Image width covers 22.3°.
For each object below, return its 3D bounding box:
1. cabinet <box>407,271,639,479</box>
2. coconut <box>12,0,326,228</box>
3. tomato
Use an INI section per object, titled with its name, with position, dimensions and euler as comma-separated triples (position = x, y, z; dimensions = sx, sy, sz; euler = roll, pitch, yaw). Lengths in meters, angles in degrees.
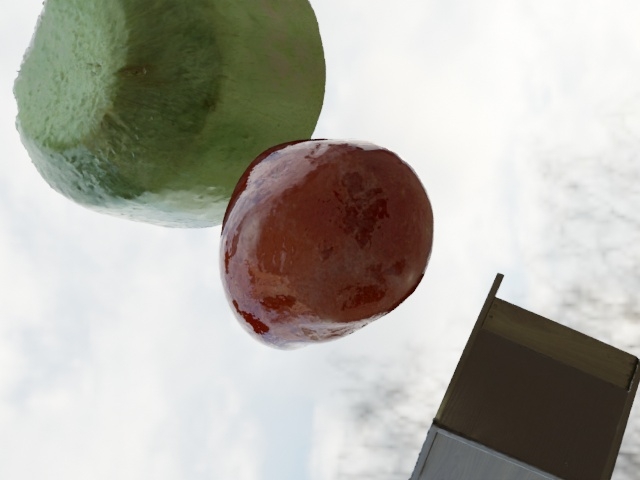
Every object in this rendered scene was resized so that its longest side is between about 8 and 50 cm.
[cabinet]
position = 0.205, 0.179, 1.604
dimensions = 0.148, 0.175, 0.215
euler = 106, -171, -47
[coconut]
position = -0.144, -0.162, 1.664
dimensions = 0.328, 0.281, 0.328
euler = 0, -90, -54
[tomato]
position = 0.000, 0.000, 1.303
dimensions = 0.151, 0.187, 0.187
euler = 61, -138, -36
